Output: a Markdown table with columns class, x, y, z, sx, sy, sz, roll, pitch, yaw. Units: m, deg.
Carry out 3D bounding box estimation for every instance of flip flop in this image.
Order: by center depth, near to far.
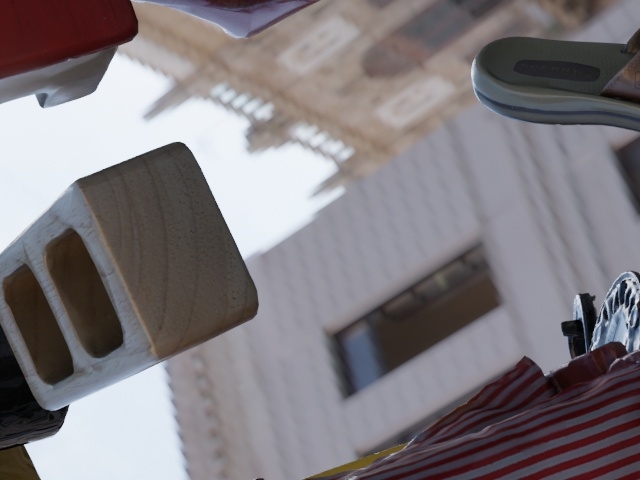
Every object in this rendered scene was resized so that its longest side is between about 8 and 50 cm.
| class | x | y | z | sx | sy | sz | roll | pitch | yaw |
| --- | --- | --- | --- | --- | --- | --- | --- | --- | --- |
| flip flop | 0.241 | -0.130 | 1.364 | 0.112 | 0.277 | 0.080 | -54 | -36 | -54 |

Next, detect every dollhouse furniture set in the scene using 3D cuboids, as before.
| class | x | y | z | sx | sy | sz | roll | pitch | yaw |
| --- | --- | --- | --- | --- | --- | --- | --- | --- | --- |
| dollhouse furniture set | 0.000 | 0.000 | 0.656 | 0.201 | 0.152 | 0.374 | -20 | -95 | -28 |

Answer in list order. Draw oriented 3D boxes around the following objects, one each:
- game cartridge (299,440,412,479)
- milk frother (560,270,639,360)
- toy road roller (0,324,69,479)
| class | x | y | z | sx | sy | sz | roll | pitch | yaw |
| --- | --- | --- | --- | --- | --- | --- | --- | --- | --- |
| game cartridge | 0.095 | 0.319 | 1.602 | 0.053 | 0.285 | 0.324 | 71 | -179 | -53 |
| milk frother | 0.193 | 0.067 | 0.940 | 0.135 | 0.129 | 0.143 | 11 | -146 | -8 |
| toy road roller | -0.274 | 0.084 | 1.009 | 0.202 | 0.329 | 0.240 | -13 | -130 | -29 |
